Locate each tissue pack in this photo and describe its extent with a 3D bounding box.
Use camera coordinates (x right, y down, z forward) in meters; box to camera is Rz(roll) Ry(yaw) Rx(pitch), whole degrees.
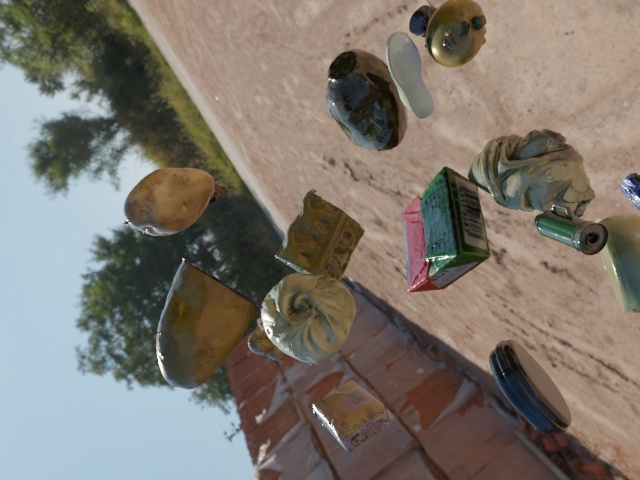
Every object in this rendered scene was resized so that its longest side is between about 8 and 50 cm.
[{"bbox_3d":[0.115,0.644,1.800,0.256,0.214,0.123,20,134,62],"label":"tissue pack"}]

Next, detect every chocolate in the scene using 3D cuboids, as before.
[{"bbox_3d":[0.447,-0.024,1.792,0.341,0.161,0.361,126,149,-56],"label":"chocolate"}]

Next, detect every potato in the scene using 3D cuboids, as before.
[{"bbox_3d":[-0.284,0.210,1.138,0.229,0.266,0.229,26,168,6],"label":"potato"},{"bbox_3d":[-0.354,-0.092,1.175,0.128,0.162,0.234,20,-161,35],"label":"potato"}]

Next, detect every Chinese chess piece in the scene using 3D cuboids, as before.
[{"bbox_3d":[0.773,0.056,1.222,0.250,0.101,0.251,46,-146,-46],"label":"Chinese chess piece"}]

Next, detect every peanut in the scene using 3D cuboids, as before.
[{"bbox_3d":[-0.164,0.349,1.632,0.192,0.089,0.089,35,-172,-38],"label":"peanut"}]

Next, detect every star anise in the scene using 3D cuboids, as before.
[{"bbox_3d":[-0.391,-0.147,1.507,0.144,0.140,0.158,50,-147,-7],"label":"star anise"}]

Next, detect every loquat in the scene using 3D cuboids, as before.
[{"bbox_3d":[0.362,-0.549,1.288,0.149,0.172,0.204,17,-179,-19],"label":"loquat"}]

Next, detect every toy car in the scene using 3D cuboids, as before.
[{"bbox_3d":[1.119,-0.137,1.680,0.216,0.063,0.103,64,-179,32],"label":"toy car"}]

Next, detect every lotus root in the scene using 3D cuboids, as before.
[{"bbox_3d":[0.145,-0.467,1.595,0.250,0.250,0.346,50,-174,35],"label":"lotus root"}]

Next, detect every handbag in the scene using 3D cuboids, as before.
[{"bbox_3d":[0.619,0.432,1.455,0.308,0.093,0.254,45,-157,-13],"label":"handbag"}]

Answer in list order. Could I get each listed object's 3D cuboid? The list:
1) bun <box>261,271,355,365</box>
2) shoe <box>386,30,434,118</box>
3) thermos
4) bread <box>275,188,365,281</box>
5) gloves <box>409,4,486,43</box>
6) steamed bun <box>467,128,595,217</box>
[{"bbox_3d":[-0.030,0.185,1.274,0.259,0.259,0.160,51,165,31],"label":"bun"},{"bbox_3d":[0.246,-0.481,1.429,0.265,0.095,0.110,60,-176,-31],"label":"shoe"},{"bbox_3d":[0.567,-0.030,1.141,0.083,0.073,0.188,44,-178,-20],"label":"thermos"},{"bbox_3d":[0.004,0.003,1.549,0.238,0.252,0.196,33,173,14],"label":"bread"},{"bbox_3d":[0.504,-0.834,1.903,0.141,0.330,0.154,-120,36,-46],"label":"gloves"},{"bbox_3d":[0.693,-0.245,1.576,0.393,0.346,0.238,23,124,21],"label":"steamed bun"}]
